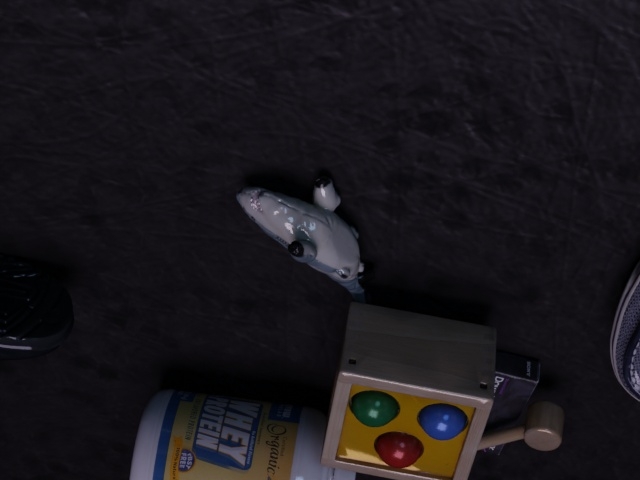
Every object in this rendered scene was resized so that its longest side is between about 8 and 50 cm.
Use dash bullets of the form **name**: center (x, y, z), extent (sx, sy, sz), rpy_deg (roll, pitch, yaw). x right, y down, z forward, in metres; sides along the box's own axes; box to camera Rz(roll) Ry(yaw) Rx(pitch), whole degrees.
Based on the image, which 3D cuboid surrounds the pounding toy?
- **pounding toy**: center (0.109, 0.163, 1.207), extent (0.206, 0.094, 0.181), rpy_deg (11, 134, 0)

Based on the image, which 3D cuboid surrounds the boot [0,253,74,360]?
- **boot**: center (-0.332, 0.109, 1.270), extent (0.246, 0.094, 0.207), rpy_deg (11, 132, 9)

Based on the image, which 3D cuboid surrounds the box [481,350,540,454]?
- **box**: center (0.103, 0.134, 1.267), extent (0.162, 0.029, 0.116), rpy_deg (13, 135, -4)

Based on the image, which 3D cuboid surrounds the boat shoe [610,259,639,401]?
- **boat shoe**: center (0.304, 0.044, 1.032), extent (0.127, 0.158, 0.340), rpy_deg (30, 132, 5)

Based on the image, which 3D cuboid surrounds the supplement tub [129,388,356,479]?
- **supplement tub**: center (-0.068, 0.219, 1.300), extent (0.199, 0.144, 0.144), rpy_deg (7, 135, 3)

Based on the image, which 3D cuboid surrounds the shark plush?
- **shark plush**: center (0.000, 0.000, 1.157), extent (0.067, 0.073, 0.161), rpy_deg (0, 160, 37)
